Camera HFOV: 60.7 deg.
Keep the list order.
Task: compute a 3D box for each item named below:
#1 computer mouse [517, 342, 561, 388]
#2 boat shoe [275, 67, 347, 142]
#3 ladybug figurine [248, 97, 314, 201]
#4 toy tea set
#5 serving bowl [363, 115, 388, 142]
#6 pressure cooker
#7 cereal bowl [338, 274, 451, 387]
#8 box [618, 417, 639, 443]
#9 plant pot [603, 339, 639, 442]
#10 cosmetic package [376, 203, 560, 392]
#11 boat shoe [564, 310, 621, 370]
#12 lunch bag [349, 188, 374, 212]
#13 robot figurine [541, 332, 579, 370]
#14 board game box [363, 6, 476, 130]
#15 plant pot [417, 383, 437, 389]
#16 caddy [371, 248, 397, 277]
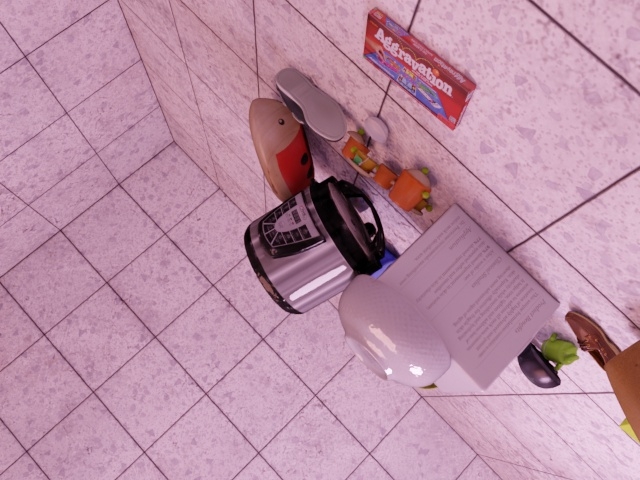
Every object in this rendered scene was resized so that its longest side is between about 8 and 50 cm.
[{"bbox_3d":[0.630,0.367,1.605,0.188,0.072,0.272,50,-167,6],"label":"computer mouse"},{"bbox_3d":[-0.024,-0.395,1.644,0.303,0.114,0.091,55,168,21],"label":"boat shoe"},{"bbox_3d":[-0.122,-0.311,1.912,0.449,0.161,0.305,69,-170,-59],"label":"ladybug figurine"},{"bbox_3d":[0.196,-0.210,1.550,0.336,0.124,0.200,41,-166,11],"label":"toy tea set"},{"bbox_3d":[0.157,-0.308,1.495,0.083,0.027,0.083,44,166,14],"label":"serving bowl"},{"bbox_3d":[0.002,0.001,1.825,0.370,0.420,0.375,57,-168,-14],"label":"pressure cooker"},{"bbox_3d":[0.165,0.258,1.427,0.339,0.141,0.339,44,163,17],"label":"cereal bowl"},{"bbox_3d":[0.908,0.524,1.492,0.109,0.042,0.178,42,164,19],"label":"box"},{"bbox_3d":[0.751,0.342,1.176,0.254,0.237,0.237,58,172,29],"label":"plant pot"},{"bbox_3d":[0.369,0.179,1.562,0.394,0.329,0.327,46,164,7],"label":"cosmetic package"},{"bbox_3d":[0.686,0.256,1.387,0.178,0.060,0.064,47,166,3],"label":"boat shoe"},{"bbox_3d":[0.140,-0.139,1.942,0.071,0.053,0.083,49,154,-5],"label":"lunch bag"},{"bbox_3d":[0.678,0.316,1.556,0.115,0.067,0.101,-179,75,-73],"label":"robot figurine"},{"bbox_3d":[0.206,-0.371,1.191,0.281,0.027,0.145,44,164,15],"label":"board game box"},{"bbox_3d":[0.419,0.438,2.321,0.275,0.274,0.293,52,180,-18],"label":"plant pot"},{"bbox_3d":[0.218,0.167,2.162,0.179,0.241,0.341,47,168,29],"label":"caddy"}]
